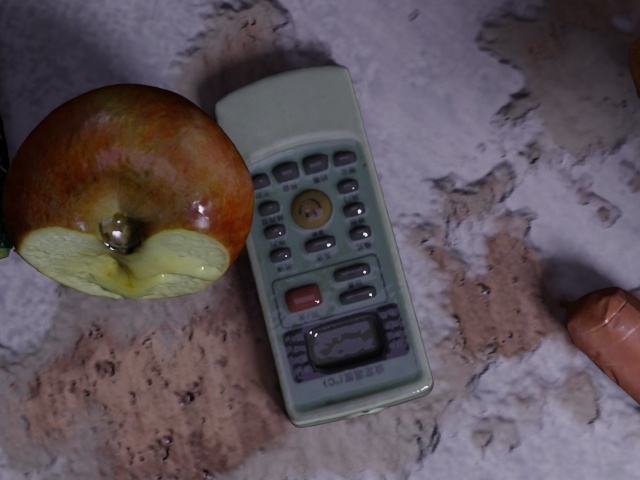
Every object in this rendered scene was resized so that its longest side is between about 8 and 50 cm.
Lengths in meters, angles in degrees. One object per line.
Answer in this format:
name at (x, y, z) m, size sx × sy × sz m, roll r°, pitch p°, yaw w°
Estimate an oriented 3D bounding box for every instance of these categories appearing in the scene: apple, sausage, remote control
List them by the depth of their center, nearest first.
apple at (-0.146, -0.039, 1.199) m, size 0.195 × 0.173 × 0.160 m, roll -4°, pitch 83°, yaw 7°
sausage at (0.255, 0.094, 1.202) m, size 0.169 × 0.065 × 0.065 m, roll 43°, pitch 84°, yaw 11°
remote control at (0.000, 0.000, 1.250) m, size 0.123 × 0.038 × 0.285 m, roll -13°, pitch 78°, yaw 2°

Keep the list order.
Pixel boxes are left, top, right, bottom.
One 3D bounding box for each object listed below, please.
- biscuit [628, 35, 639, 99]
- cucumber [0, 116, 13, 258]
biscuit at (0.393, -0.083, 1.080) m, size 0.349 × 0.078 × 0.455 m, roll -16°, pitch 32°, yaw 20°
cucumber at (-0.283, -0.109, 1.292) m, size 0.044 × 0.043 × 0.257 m, roll -10°, pitch 77°, yaw -3°
